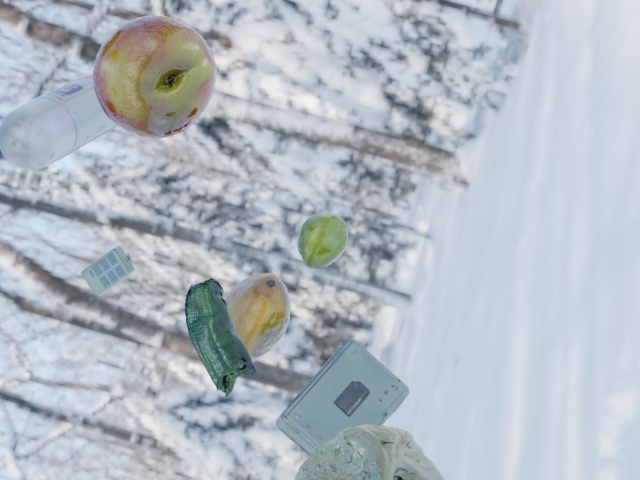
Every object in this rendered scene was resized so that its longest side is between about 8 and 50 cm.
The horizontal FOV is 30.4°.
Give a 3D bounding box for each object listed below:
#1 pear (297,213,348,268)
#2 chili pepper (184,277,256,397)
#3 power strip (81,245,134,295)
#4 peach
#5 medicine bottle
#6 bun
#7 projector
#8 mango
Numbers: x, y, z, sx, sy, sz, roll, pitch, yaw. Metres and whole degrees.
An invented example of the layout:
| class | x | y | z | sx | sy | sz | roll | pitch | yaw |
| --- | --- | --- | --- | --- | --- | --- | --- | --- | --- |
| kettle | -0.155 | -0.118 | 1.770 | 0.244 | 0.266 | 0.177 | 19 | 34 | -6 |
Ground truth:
| class | x | y | z | sx | sy | sz | roll | pitch | yaw |
| --- | --- | --- | --- | --- | --- | --- | --- | --- | --- |
| pear | 0.000 | 0.000 | 1.989 | 0.097 | 0.092 | 0.092 | -59 | -9 | -23 |
| chili pepper | -0.194 | 0.183 | 2.215 | 0.061 | 0.098 | 0.224 | 68 | -179 | -76 |
| power strip | -0.277 | 0.040 | 1.534 | 0.090 | 0.040 | 0.016 | -31 | 2 | 40 |
| peach | -0.258 | -0.255 | 1.823 | 0.192 | 0.190 | 0.190 | 26 | 103 | 55 |
| medicine bottle | -0.524 | -0.238 | 2.371 | 0.341 | 0.130 | 0.130 | -49 | -24 | -61 |
| bun | 0.079 | 0.355 | 1.661 | 0.116 | 0.237 | 0.210 | 115 | 160 | -50 |
| projector | 0.053 | 0.368 | 2.612 | 0.257 | 0.192 | 0.099 | -46 | -5 | -22 |
| mango | -0.167 | 0.192 | 2.745 | 0.359 | 0.144 | 0.187 | 129 | 149 | -56 |
